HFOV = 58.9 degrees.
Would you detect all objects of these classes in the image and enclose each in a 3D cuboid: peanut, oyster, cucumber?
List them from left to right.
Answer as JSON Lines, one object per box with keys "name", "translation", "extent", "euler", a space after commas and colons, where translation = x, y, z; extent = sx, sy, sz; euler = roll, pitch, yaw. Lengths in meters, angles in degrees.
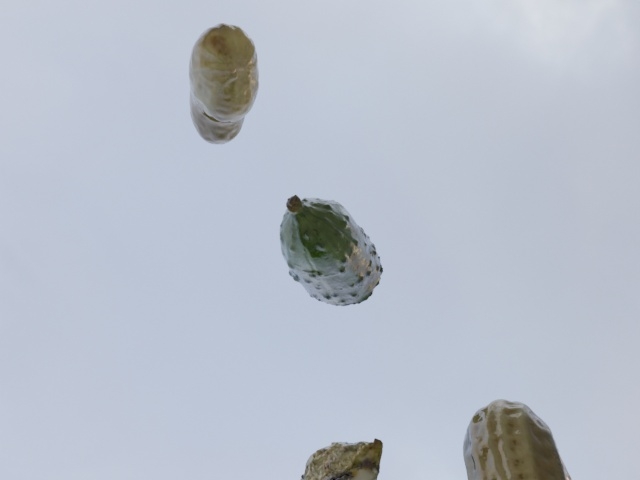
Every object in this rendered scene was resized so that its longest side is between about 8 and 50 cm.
{"name": "peanut", "translation": [-0.199, -0.295, 1.140], "extent": [0.148, 0.319, 0.147], "euler": [6, -114, -14]}
{"name": "cucumber", "translation": [0.002, 0.002, 0.778], "extent": [0.244, 0.134, 0.134], "euler": [51, -149, -62]}
{"name": "oyster", "translation": [0.007, 0.332, 0.719], "extent": [0.133, 0.209, 0.072], "euler": [-3, -146, -8]}
{"name": "peanut", "translation": [0.168, 0.223, 0.458], "extent": [0.093, 0.083, 0.194], "euler": [66, -167, -47]}
